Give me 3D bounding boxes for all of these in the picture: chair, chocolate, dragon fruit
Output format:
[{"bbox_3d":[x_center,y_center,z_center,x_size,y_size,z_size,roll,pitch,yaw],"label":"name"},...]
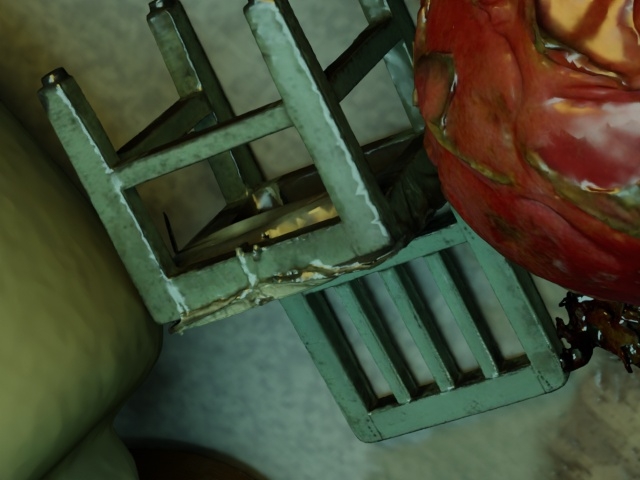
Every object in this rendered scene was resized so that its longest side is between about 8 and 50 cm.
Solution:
[{"bbox_3d":[0.000,0.000,0.962,0.136,0.147,0.270,-18,106,26],"label":"chair"},{"bbox_3d":[-0.238,0.076,0.955,0.297,0.326,0.314,53,146,9],"label":"chocolate"},{"bbox_3d":[0.150,-0.080,0.806,0.241,0.241,0.252,43,143,-3],"label":"dragon fruit"}]

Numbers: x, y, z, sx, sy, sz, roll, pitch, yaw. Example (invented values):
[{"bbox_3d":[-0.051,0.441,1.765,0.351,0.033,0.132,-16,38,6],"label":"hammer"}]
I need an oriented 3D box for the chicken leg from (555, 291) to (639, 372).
[{"bbox_3d":[0.197,0.059,0.964,0.234,0.063,0.105,37,127,0],"label":"chicken leg"}]

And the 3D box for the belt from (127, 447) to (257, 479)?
[{"bbox_3d":[-0.128,0.227,1.146,0.261,0.105,0.184,-18,109,26],"label":"belt"}]
